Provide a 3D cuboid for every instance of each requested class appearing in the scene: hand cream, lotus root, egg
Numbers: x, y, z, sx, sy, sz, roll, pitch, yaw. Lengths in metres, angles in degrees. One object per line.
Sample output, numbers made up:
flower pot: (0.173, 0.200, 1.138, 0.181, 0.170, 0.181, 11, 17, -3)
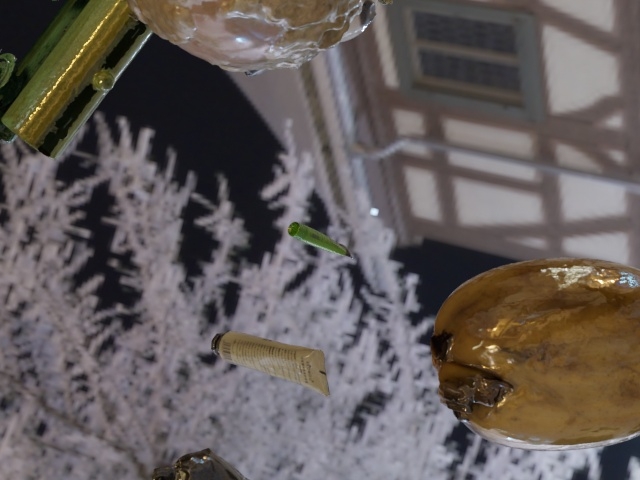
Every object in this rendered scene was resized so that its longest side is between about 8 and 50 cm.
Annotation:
hand cream: (-0.077, 0.182, 2.140, 0.050, 0.234, 0.080, -31, -58, -41)
lotus root: (0.259, 0.106, 1.302, 0.183, 0.309, 0.183, -3, -90, -86)
egg: (-0.074, -0.302, 1.396, 0.310, 0.279, 0.279, -96, 3, -62)
hand cream: (0.000, 0.000, 1.974, 0.122, 0.036, 0.023, 22, -76, -47)

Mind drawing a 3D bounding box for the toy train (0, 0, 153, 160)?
toy train: (-0.341, -0.249, 1.857, 0.126, 0.189, 0.307, 37, -89, -33)

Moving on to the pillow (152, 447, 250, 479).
pillow: (-0.039, 0.294, 1.206, 0.335, 0.092, 0.162, 34, -112, -42)

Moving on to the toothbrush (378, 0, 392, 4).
toothbrush: (0.071, -0.459, 1.587, 0.037, 0.028, 0.375, -121, 27, -71)

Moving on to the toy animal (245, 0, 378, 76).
toy animal: (-0.031, -0.398, 2.200, 0.212, 0.266, 0.213, 17, -117, -38)
